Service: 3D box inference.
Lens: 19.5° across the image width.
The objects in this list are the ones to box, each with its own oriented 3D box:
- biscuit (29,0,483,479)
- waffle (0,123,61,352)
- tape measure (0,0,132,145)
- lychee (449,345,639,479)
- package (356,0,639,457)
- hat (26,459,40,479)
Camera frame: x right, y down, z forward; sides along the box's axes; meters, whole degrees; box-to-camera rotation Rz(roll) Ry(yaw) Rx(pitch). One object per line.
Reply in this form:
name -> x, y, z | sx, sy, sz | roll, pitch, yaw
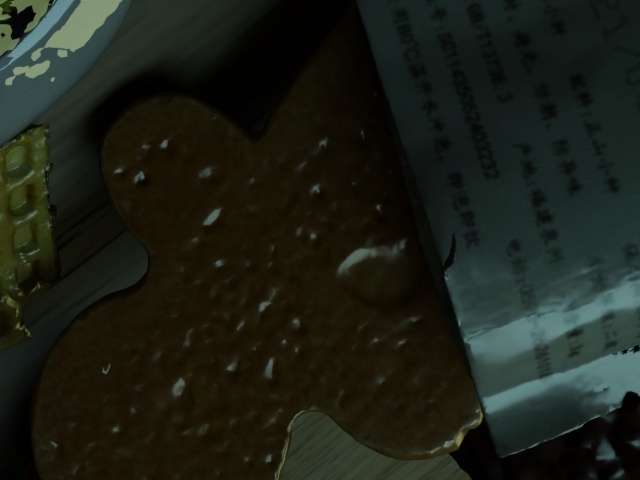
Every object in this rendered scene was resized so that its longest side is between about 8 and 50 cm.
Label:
biscuit -> 0.000, 0.000, 0.807 | 0.324, 0.205, 0.049 | -50, -171, 2
waffle -> -0.152, 0.008, 0.786 | 0.092, 0.021, 0.135 | -26, 147, -22
tape measure -> -0.129, -0.114, 0.551 | 0.197, 0.120, 0.236 | -9, 134, -49
lychee -> 0.167, 0.023, 0.927 | 0.261, 0.260, 0.260 | -27, 148, -19
package -> 0.130, -0.059, 0.758 | 0.204, 0.251, 0.062 | -18, -175, -4
hat -> -0.102, 0.218, 0.943 | 0.242, 0.274, 0.332 | 9, 99, -54
